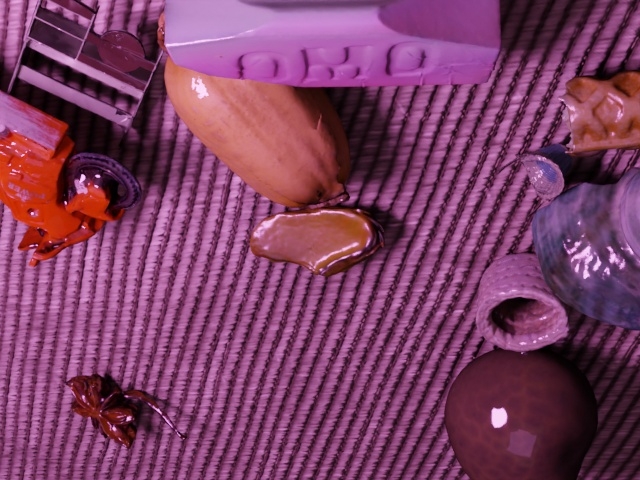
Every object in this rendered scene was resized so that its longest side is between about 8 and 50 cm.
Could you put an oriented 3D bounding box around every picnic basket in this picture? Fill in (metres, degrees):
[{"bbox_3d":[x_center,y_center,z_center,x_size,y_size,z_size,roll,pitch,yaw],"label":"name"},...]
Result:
[{"bbox_3d":[0.248,-0.073,1.417,0.083,0.083,0.065,-36,106,-14],"label":"picnic basket"}]

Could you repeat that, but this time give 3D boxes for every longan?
[{"bbox_3d":[0.257,0.233,1.603,0.198,0.198,0.212,-1,118,12],"label":"longan"}]

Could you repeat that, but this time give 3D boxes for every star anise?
[{"bbox_3d":[-0.282,0.249,1.796,0.191,0.070,0.097,32,129,11],"label":"star anise"}]

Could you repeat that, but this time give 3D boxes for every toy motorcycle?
[{"bbox_3d":[-0.377,-0.091,1.478,0.326,0.148,0.221,27,143,-9],"label":"toy motorcycle"}]

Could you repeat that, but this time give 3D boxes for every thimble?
[{"bbox_3d":[0.251,0.074,1.533,0.115,0.090,0.102,6,127,9],"label":"thimble"}]

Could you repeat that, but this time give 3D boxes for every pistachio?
[{"bbox_3d":[0.000,0.000,1.548,0.173,0.049,0.089,-3,106,17],"label":"pistachio"}]

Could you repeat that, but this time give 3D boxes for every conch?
[{"bbox_3d":[0.377,-0.002,1.400,0.220,0.195,0.277,38,159,-9],"label":"conch"}]

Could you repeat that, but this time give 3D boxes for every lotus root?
[{"bbox_3d":[-0.071,-0.150,1.384,0.146,0.131,0.303,-42,118,1],"label":"lotus root"}]

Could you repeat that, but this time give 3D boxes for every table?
[{"bbox_3d":[-0.263,-0.206,1.421,0.146,0.062,0.175,25,131,-10],"label":"table"}]

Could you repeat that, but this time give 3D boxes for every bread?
[{"bbox_3d":[0.390,-0.145,1.321,0.269,0.087,0.098,-5,125,15],"label":"bread"}]

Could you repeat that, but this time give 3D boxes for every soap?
[{"bbox_3d":[0.013,-0.224,1.234,0.324,0.109,0.193,0,170,1],"label":"soap"}]
